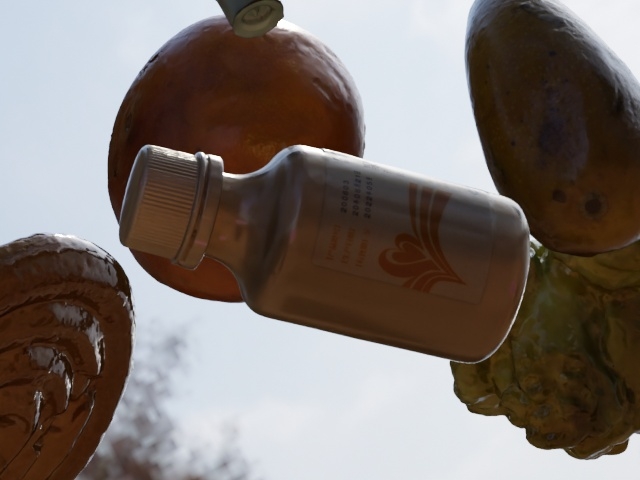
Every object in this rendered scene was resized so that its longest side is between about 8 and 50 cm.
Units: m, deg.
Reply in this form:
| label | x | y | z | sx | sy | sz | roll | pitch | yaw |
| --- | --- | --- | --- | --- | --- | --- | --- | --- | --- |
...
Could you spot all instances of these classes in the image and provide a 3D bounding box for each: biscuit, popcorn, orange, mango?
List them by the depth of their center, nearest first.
| label | x | y | z | sx | sy | sz | roll | pitch | yaw |
| --- | --- | --- | --- | --- | --- | --- | --- | --- | --- |
| biscuit | -0.148 | 0.068 | 1.024 | 0.144 | 0.033 | 0.224 | -49 | -25 | -12 |
| mango | 0.227 | -0.131 | 1.901 | 0.175 | 0.330 | 0.176 | -11 | -29 | -7 |
| orange | -0.083 | -0.081 | 1.936 | 0.226 | 0.284 | 0.284 | 14 | -34 | -26 |
| popcorn | 0.269 | 0.111 | 2.182 | 0.293 | 0.293 | 0.237 | -24 | 26 | -18 |

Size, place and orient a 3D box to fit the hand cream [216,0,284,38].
| label | x | y | z | sx | sy | sz | roll | pitch | yaw |
| --- | --- | --- | --- | --- | --- | --- | --- | --- | --- |
| hand cream | -0.112 | -0.319 | 1.779 | 0.058 | 0.331 | 0.085 | -22 | -29 | -3 |

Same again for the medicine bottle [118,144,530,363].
| label | x | y | z | sx | sy | sz | roll | pitch | yaw |
| --- | --- | --- | --- | --- | --- | --- | --- | --- | --- |
| medicine bottle | 0.000 | 0.000 | 1.267 | 0.252 | 0.114 | 0.114 | 13 | -26 | -13 |
